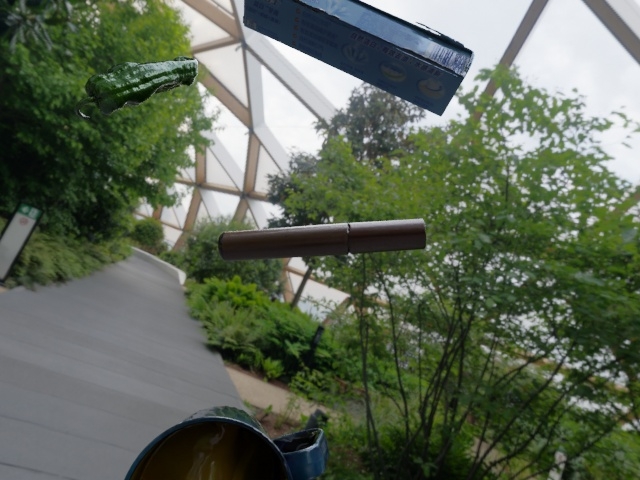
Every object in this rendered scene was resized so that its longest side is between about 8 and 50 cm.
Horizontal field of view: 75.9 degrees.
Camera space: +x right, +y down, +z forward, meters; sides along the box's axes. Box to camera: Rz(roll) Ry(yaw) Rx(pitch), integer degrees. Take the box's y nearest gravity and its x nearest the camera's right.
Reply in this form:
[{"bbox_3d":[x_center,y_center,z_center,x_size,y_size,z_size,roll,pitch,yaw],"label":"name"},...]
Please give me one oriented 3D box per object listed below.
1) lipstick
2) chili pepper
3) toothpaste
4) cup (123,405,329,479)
[{"bbox_3d":[0.000,0.000,0.714,0.355,0.058,0.057,-4,-14,5],"label":"lipstick"},{"bbox_3d":[-0.327,-0.293,0.761,0.100,0.257,0.074,5,-60,38],"label":"chili pepper"},{"bbox_3d":[0.040,-0.239,0.483,0.272,0.053,0.066,26,-27,4],"label":"toothpaste"},{"bbox_3d":[-0.070,0.202,0.335,0.149,0.114,0.138,17,-19,-6],"label":"cup"}]
